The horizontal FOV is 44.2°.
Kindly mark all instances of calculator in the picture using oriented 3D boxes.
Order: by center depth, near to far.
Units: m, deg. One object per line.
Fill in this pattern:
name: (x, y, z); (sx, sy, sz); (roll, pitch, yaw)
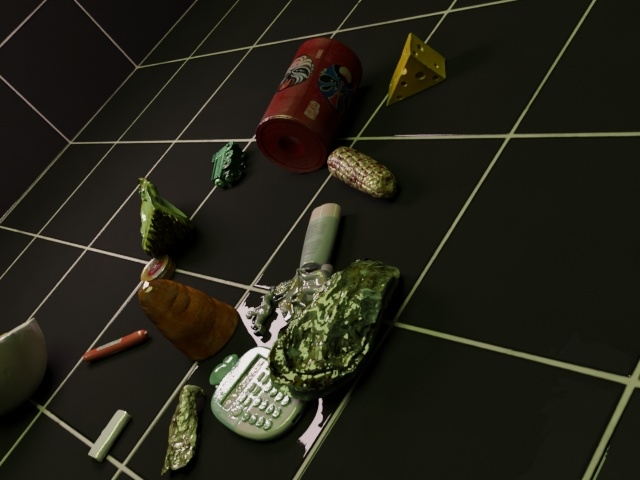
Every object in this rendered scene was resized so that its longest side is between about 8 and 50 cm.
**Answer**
calculator: (-0.131, 0.308, 1.610); (0.184, 0.042, 0.295); (-51, 36, -14)

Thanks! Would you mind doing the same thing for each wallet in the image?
wallet: (-0.492, 0.453, 1.839); (0.061, 0.025, 0.122); (-4, 48, 54)

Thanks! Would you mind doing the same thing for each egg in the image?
egg: (-0.880, 0.371, 2.185); (0.337, 0.201, 0.337); (-31, 8, 5)

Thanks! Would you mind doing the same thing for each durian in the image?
durian: (-0.495, -0.072, 2.299); (0.163, 0.198, 0.394); (-41, 25, -2)

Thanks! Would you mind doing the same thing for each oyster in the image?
oyster: (0.043, 0.160, 1.522); (0.351, 0.162, 0.158); (-46, 1, -23)
oyster: (-0.297, 0.401, 1.656); (0.106, 0.061, 0.200); (-33, 33, 16)

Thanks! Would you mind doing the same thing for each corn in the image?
corn: (0.100, -0.161, 1.876); (0.086, 0.086, 0.253); (-45, 33, -5)

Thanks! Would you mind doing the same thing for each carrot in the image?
carrot: (-0.324, 0.160, 1.828); (0.159, 0.225, 0.159); (-32, 33, 24)

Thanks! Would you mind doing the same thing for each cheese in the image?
cheese: (0.228, -0.432, 2.073); (0.171, 0.126, 0.093); (-39, 33, 42)

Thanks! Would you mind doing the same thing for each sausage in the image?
sausage: (-0.544, 0.281, 2.088); (0.253, 0.034, 0.034); (-23, 37, 27)

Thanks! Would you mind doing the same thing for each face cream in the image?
face cream: (0.000, 0.000, 1.820); (0.084, 0.057, 0.198); (-19, 37, 30)

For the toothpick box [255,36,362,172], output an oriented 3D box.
toothpick box: (-0.026, -0.371, 2.152); (0.204, 0.204, 0.333); (-11, 44, 40)

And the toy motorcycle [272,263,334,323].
toy motorcycle: (-0.021, 0.116, 1.688); (0.152, 0.073, 0.225); (-43, 29, -1)

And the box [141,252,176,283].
box: (-0.456, 0.087, 2.222); (0.105, 0.037, 0.105); (-28, 34, 21)

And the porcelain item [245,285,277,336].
porcelain item: (-0.143, 0.166, 1.806); (0.075, 0.021, 0.136); (-15, 41, 36)

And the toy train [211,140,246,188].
toy train: (-0.281, -0.224, 2.381); (0.111, 0.071, 0.170); (-35, 33, 29)
